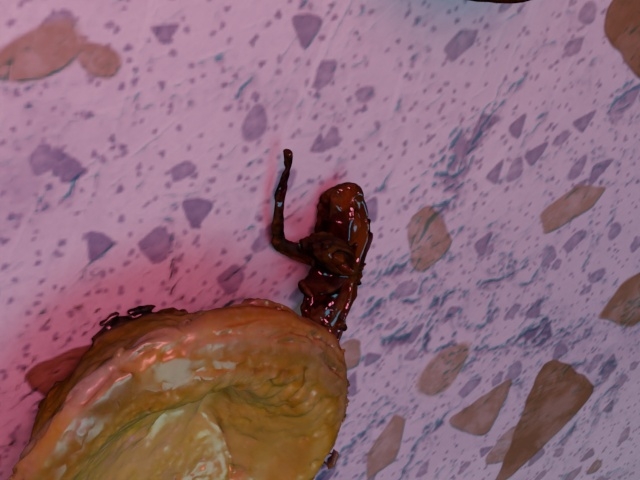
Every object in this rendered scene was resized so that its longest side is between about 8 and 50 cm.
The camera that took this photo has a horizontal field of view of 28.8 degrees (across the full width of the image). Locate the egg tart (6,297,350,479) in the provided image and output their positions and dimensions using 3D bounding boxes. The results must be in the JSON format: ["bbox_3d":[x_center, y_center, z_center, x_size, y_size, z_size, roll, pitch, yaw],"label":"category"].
[{"bbox_3d":[-0.122,0.155,0.958,0.315,0.120,0.315,-24,137,-25],"label":"egg tart"}]

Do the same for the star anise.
[{"bbox_3d":[0.000,0.000,0.983,0.097,0.070,0.191,-55,152,-38],"label":"star anise"}]

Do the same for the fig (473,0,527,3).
[{"bbox_3d":[0.116,-0.259,0.793,0.175,0.175,0.207,10,101,-48],"label":"fig"}]
